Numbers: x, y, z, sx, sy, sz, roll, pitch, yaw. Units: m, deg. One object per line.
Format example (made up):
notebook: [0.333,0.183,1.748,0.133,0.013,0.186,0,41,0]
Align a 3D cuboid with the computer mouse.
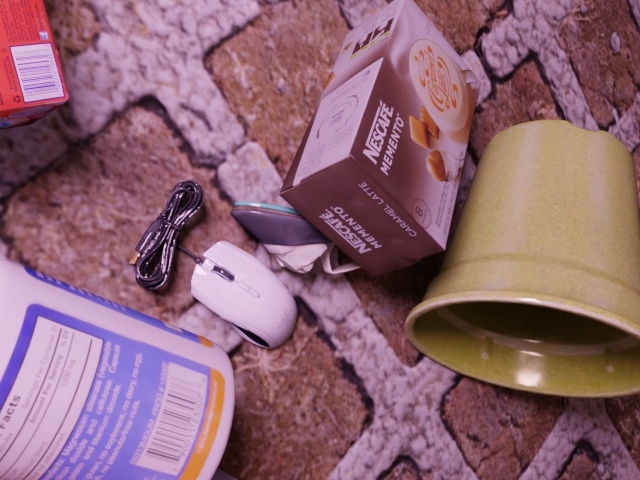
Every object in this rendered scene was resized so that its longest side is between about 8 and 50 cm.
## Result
computer mouse: [-0.085,0.038,0.674,0.193,0.042,0.106,40,67,-28]

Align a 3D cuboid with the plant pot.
plant pot: [0.257,0.014,0.802,0.276,0.276,0.254,33,60,-30]

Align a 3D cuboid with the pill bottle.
pill bottle: [-0.213,0.105,0.519,0.272,0.152,0.152,28,74,-31]

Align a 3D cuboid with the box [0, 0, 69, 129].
box: [-0.285,-0.203,0.487,0.128,0.122,0.257,-19,100,-34]

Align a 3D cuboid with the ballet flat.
ballet flat: [0.000,0.000,0.719,0.203,0.074,0.074,3,88,-37]

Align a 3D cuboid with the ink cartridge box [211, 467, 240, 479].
ink cartridge box: [-0.120,0.268,0.505,0.238,0.275,0.060,-15,98,-35]

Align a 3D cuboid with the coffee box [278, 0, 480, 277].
coffee box: [0.070,-0.109,0.705,0.141,0.098,0.247,41,49,-25]
